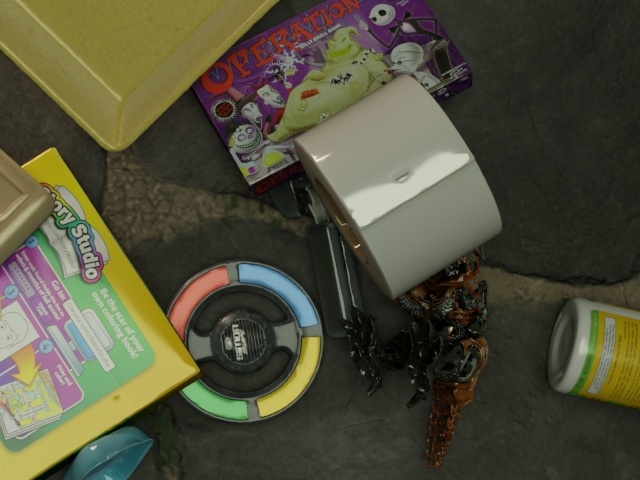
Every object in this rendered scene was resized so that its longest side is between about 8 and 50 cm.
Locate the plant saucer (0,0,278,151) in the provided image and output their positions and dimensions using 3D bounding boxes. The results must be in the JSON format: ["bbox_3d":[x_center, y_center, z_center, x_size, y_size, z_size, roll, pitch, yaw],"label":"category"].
[{"bbox_3d":[-0.269,-0.341,1.783,0.333,0.081,0.333,-42,103,16],"label":"plant saucer"}]

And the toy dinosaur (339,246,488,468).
[{"bbox_3d":[0.169,0.144,1.867,0.218,0.164,0.321,-4,77,-48],"label":"toy dinosaur"}]

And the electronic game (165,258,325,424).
[{"bbox_3d":[-0.107,0.140,1.892,0.229,0.048,0.229,0,86,-6],"label":"electronic game"}]

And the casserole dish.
[{"bbox_3d":[-0.289,0.298,1.802,0.114,0.188,0.037,-22,69,-36],"label":"casserole dish"}]

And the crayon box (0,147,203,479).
[{"bbox_3d":[-0.384,0.112,1.818,0.313,0.106,0.363,-33,83,-8],"label":"crayon box"}]

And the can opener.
[{"bbox_3d":[0.000,0.000,1.912,0.093,0.074,0.280,-17,85,27],"label":"can opener"}]

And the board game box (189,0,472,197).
[{"bbox_3d":[0.011,-0.224,1.897,0.347,0.056,0.208,-28,63,-7],"label":"board game box"}]

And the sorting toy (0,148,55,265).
[{"bbox_3d":[-0.524,-0.011,1.767,0.229,0.041,0.307,41,79,9],"label":"sorting toy"}]

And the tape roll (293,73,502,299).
[{"bbox_3d":[0.097,-0.068,1.757,0.169,0.246,0.246,-31,90,-4],"label":"tape roll"}]

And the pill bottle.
[{"bbox_3d":[0.453,0.169,1.905,0.246,0.136,0.136,13,85,-5],"label":"pill bottle"}]
